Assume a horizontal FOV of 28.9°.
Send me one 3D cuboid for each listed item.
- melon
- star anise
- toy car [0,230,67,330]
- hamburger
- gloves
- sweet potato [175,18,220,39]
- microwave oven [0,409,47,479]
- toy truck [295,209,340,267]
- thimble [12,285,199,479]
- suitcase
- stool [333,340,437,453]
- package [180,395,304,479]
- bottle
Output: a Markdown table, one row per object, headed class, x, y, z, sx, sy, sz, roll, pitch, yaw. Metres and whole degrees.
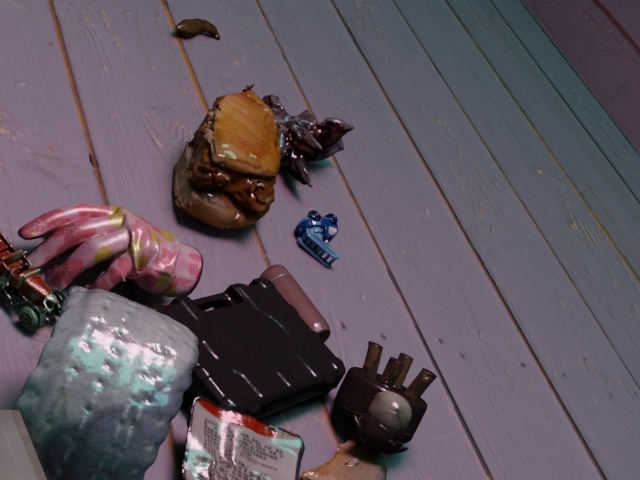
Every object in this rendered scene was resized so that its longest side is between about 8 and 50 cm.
| class | x | y | z | sx | sy | sz | roll | pitch | yaw |
| --- | --- | --- | --- | --- | --- | --- | --- | --- | --- |
| melon | 0.051 | 0.315 | 1.683 | 0.098 | 0.054 | 0.182 | 29 | 24 | 19 |
| star anise | -0.054 | -0.193 | 2.269 | 0.212 | 0.129 | 0.283 | 25 | 21 | 14 |
| toy car | -0.384 | 0.049 | 1.570 | 0.143 | 0.054 | 0.073 | 41 | 29 | 11 |
| hamburger | -0.142 | -0.131 | 2.021 | 0.245 | 0.155 | 0.282 | 50 | 28 | 21 |
| gloves | -0.287 | 0.009 | 1.682 | 0.241 | 0.126 | 0.145 | 24 | 32 | -36 |
| sweet potato | -0.250 | -0.424 | 2.480 | 0.153 | 0.038 | 0.041 | -9 | 86 | -62 |
| microwave oven | -0.343 | 0.278 | 1.183 | 0.163 | 0.129 | 0.205 | 6 | 40 | -41 |
| toy truck | 0.000 | 0.000 | 2.098 | 0.073 | 0.056 | 0.090 | 10 | 51 | -34 |
| thimble | -0.244 | 0.168 | 1.386 | 0.172 | 0.205 | 0.250 | 27 | 45 | -5 |
| suitcase | -0.108 | 0.154 | 1.712 | 0.206 | 0.066 | 0.285 | 47 | 29 | 20 |
| stool | 0.092 | 0.224 | 1.743 | 0.125 | 0.121 | 0.217 | 27 | 7 | -3 |
| package | -0.102 | 0.307 | 1.487 | 0.166 | 0.040 | 0.232 | 26 | 43 | -20 |
| bottle | -0.041 | 0.100 | 1.888 | 0.053 | 0.053 | 0.140 | -1 | 45 | -50 |
